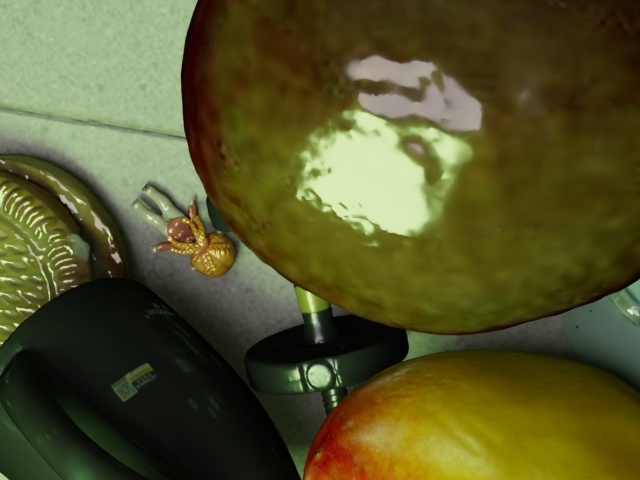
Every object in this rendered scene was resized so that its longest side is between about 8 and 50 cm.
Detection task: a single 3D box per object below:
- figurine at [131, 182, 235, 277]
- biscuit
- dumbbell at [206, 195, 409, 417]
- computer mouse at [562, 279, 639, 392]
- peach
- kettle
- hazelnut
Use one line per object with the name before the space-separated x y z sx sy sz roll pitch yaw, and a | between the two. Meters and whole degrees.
figurine | -0.124 -0.008 1.779 0.109 0.047 0.064 39 90 12
biscuit | -0.295 0.044 1.834 0.259 0.079 0.259 5 106 19
dumbbell | -0.010 0.028 1.693 0.143 0.143 0.325 -8 102 21
computer mouse | 0.330 0.113 1.624 0.288 0.097 0.159 39 116 5
peach | 0.140 0.223 1.611 0.308 0.289 0.289 -1 105 -1
kettle | -0.147 0.187 1.669 0.290 0.268 0.207 40 101 32
hazelnut | 0.106 -0.117 1.466 0.421 0.421 0.352 -18 94 23
